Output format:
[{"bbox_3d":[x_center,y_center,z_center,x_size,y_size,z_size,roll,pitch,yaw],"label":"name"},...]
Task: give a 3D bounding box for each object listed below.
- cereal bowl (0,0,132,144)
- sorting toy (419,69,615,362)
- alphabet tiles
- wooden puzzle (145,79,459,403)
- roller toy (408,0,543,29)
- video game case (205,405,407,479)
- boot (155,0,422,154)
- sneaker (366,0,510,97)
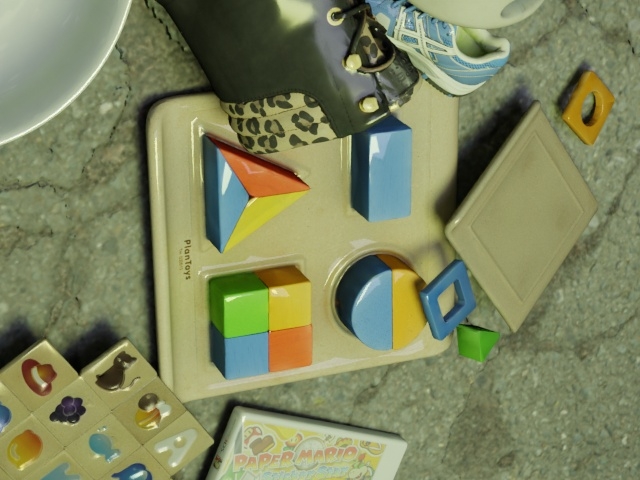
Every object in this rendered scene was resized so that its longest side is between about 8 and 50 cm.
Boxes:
[{"bbox_3d":[-0.327,-0.242,1.321,0.339,0.141,0.339,-8,114,-19],"label":"cereal bowl"},{"bbox_3d":[0.208,-0.027,1.732,0.347,0.047,0.196,-53,134,-19],"label":"sorting toy"},{"bbox_3d":[-0.281,0.251,1.595,0.342,0.011,0.285,-38,127,-3],"label":"alphabet tiles"},{"bbox_3d":[0.000,0.000,1.631,0.348,0.080,0.322,-11,114,-24],"label":"wooden puzzle"},{"bbox_3d":[0.144,-0.301,1.515,0.209,0.191,0.146,11,147,-15],"label":"roller toy"},{"bbox_3d":[-0.033,0.289,1.751,0.227,0.026,0.206,15,102,-35],"label":"video game case"},{"bbox_3d":[0.013,-0.245,1.402,0.377,0.138,0.284,-19,114,22],"label":"boot"},{"bbox_3d":[0.094,-0.222,1.573,0.211,0.081,0.080,30,61,-25],"label":"sneaker"}]
